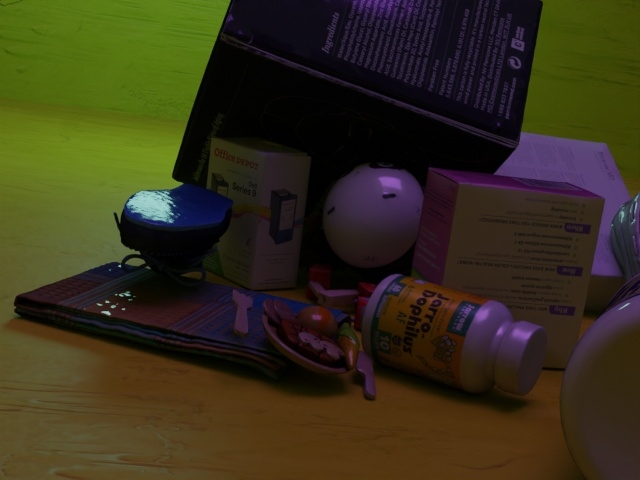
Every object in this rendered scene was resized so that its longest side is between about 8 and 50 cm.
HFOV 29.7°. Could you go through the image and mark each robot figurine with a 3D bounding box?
[{"bbox_3d":[0.115,-0.016,1.868,0.173,0.209,0.278,37,2,34],"label":"robot figurine"}]

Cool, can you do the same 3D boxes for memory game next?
[{"bbox_3d":[0.033,-0.018,1.942,0.186,0.186,0.012,-3,39,-45],"label":"memory game"}]

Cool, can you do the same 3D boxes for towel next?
[{"bbox_3d":[-0.169,0.097,1.563,0.370,0.040,0.271,11,11,17],"label":"towel"}]

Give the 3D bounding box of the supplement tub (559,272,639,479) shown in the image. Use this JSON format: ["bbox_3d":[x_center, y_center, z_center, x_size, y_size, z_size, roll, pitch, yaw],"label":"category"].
[{"bbox_3d":[0.387,0.142,1.244,0.235,0.235,0.325,13,12,19],"label":"supplement tub"}]

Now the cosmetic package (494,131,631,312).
[{"bbox_3d":[0.408,-0.039,2.107,0.284,0.097,0.377,5,42,-12],"label":"cosmetic package"}]

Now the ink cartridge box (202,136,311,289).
[{"bbox_3d":[-0.103,-0.045,1.862,0.093,0.212,0.154,-1,15,-40],"label":"ink cartridge box"}]

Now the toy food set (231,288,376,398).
[{"bbox_3d":[-0.012,0.109,1.418,0.192,0.038,0.132,26,17,-13],"label":"toy food set"}]

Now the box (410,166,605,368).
[{"bbox_3d":[0.243,0.038,1.633,0.213,0.243,0.117,5,12,-17],"label":"box"}]

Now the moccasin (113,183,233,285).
[{"bbox_3d":[-0.188,0.001,1.658,0.137,0.117,0.342,22,9,11],"label":"moccasin"}]

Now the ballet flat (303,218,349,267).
[{"bbox_3d":[0.000,0.000,2.097,0.231,0.077,0.077,12,-6,25],"label":"ballet flat"}]

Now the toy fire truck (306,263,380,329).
[{"bbox_3d":[0.045,0.085,1.753,0.135,0.047,0.192,8,12,0],"label":"toy fire truck"}]

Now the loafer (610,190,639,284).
[{"bbox_3d":[0.539,0.044,1.903,0.112,0.111,0.319,4,42,-16],"label":"loafer"}]

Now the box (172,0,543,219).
[{"bbox_3d":[0.044,-0.240,2.008,0.471,0.297,0.480,18,-27,-9],"label":"box"}]

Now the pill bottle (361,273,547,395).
[{"bbox_3d":[0.165,0.120,1.484,0.208,0.118,0.117,16,13,30],"label":"pill bottle"}]
